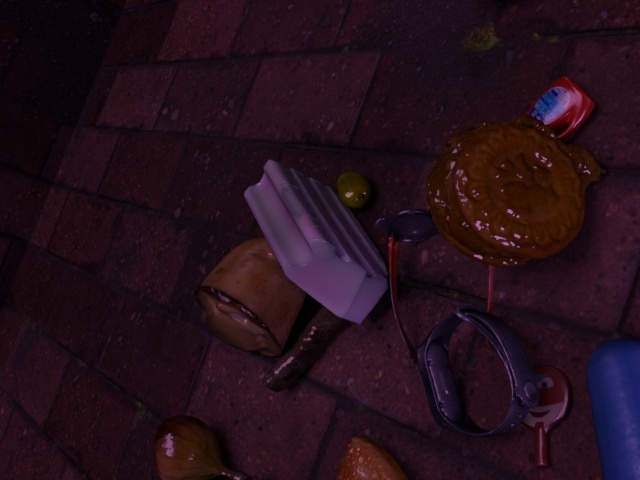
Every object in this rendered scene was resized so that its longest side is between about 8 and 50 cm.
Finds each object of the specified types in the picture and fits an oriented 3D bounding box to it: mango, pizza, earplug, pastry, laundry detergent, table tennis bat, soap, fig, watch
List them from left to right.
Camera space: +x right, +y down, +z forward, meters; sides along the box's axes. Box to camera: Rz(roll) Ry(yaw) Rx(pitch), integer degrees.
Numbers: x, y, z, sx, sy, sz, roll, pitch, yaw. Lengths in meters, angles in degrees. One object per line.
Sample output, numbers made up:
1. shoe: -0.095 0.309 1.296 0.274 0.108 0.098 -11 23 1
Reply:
1. fig: -0.268 0.478 1.649 0.231 0.143 0.160 38 132 44
2. soap: 0.000 0.000 1.529 0.115 0.208 0.347 -53 41 19
3. mango: 0.068 -0.109 1.622 0.073 0.056 0.108 -28 42 -4
4. pizza: 0.076 0.483 1.286 0.229 0.081 0.289 -43 42 17
5. watch: 0.243 0.205 1.219 0.193 0.068 0.206 -31 63 45
6. pastry: 0.291 -0.079 1.221 0.235 0.240 0.132 -57 4 -22
7. table tennis bat: 0.332 0.262 1.161 0.098 0.019 0.154 -19 54 44
8. laundry detergent: 0.384 -0.195 1.316 0.165 0.049 0.097 -49 45 24
9. earplug: 0.413 0.252 0.987 0.132 0.132 0.273 -31 46 36

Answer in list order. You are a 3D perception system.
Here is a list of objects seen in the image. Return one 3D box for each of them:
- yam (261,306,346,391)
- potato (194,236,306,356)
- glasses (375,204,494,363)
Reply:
1. yam: -0.024 0.211 1.565 0.253 0.061 0.061 -51 41 16
2. potato: -0.129 0.104 1.622 0.242 0.285 0.242 -4 59 6
3. glasses: 0.203 0.058 1.336 0.234 0.118 0.268 -19 57 41
